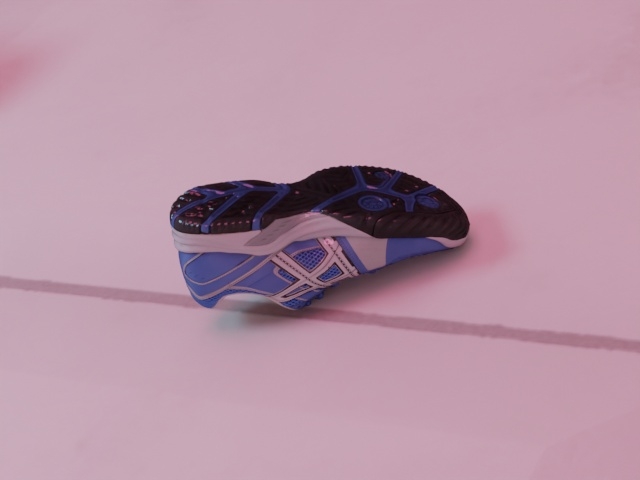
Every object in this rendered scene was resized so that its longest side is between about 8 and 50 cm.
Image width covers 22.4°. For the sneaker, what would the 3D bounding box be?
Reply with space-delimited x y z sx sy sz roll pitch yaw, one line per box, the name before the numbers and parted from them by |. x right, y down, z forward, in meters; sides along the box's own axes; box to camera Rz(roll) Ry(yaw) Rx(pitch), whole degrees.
sneaker | 0.000 0.000 1.142 0.211 0.081 0.080 -3 31 -6
